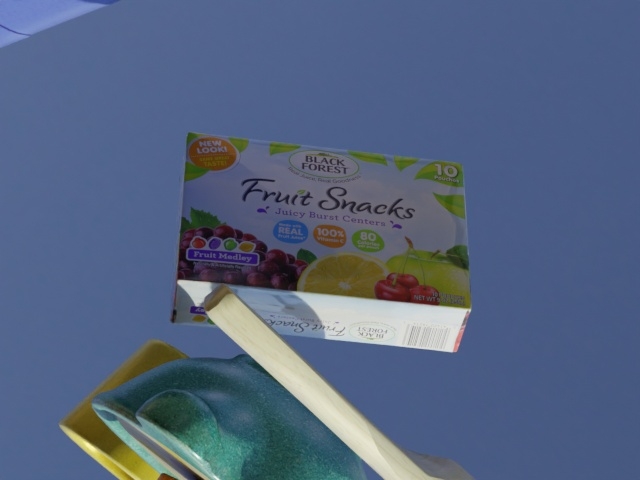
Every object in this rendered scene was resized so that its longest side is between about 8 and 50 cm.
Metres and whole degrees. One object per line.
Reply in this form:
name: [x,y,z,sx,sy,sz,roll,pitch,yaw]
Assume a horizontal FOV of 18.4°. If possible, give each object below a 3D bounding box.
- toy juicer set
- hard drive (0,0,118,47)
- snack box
toy juicer set: [-0.005,0.122,0.798,0.089,0.209,0.329,-52,-175,-13]
hard drive: [-0.116,-0.182,0.915,0.318,0.210,0.040,-15,-117,35]
snack box: [0.000,0.000,0.969,0.141,0.037,0.100,6,-134,-7]
